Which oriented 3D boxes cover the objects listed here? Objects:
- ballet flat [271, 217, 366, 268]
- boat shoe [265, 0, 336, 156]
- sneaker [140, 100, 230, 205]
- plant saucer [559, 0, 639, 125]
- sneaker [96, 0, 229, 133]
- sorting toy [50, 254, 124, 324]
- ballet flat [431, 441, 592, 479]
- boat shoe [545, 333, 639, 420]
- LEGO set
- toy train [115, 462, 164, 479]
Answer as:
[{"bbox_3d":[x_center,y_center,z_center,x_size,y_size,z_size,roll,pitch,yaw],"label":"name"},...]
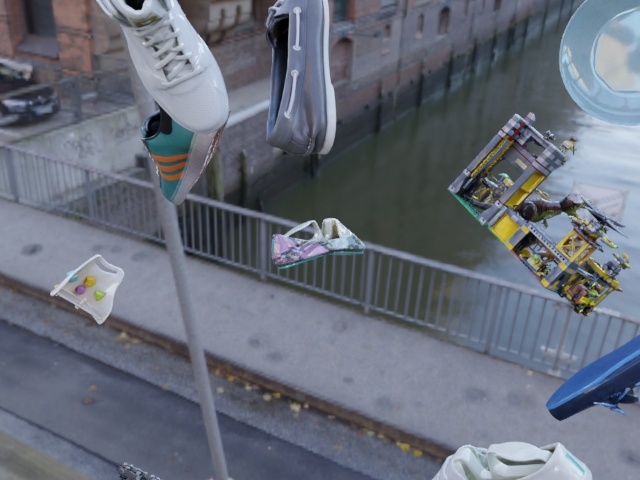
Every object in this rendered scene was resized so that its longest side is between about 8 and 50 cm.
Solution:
[{"bbox_3d":[0.000,0.000,1.267,0.222,0.079,0.077,-9,2,-40],"label":"ballet flat"},{"bbox_3d":[-0.044,-0.284,1.020,0.096,0.112,0.335,1,68,-20],"label":"boat shoe"},{"bbox_3d":[-0.248,-0.166,1.172,0.121,0.302,0.108,30,59,-8],"label":"sneaker"},{"bbox_3d":[0.425,-0.252,0.914,0.195,0.194,0.037,18,16,26],"label":"plant saucer"},{"bbox_3d":[-0.211,-0.256,0.856,0.108,0.292,0.169,-26,19,4],"label":"sneaker"},{"bbox_3d":[-0.305,0.057,0.908,0.075,0.083,0.045,-46,40,-1],"label":"sorting toy"},{"bbox_3d":[0.358,0.479,1.415,0.400,0.139,0.139,-24,5,42],"label":"ballet flat"},{"bbox_3d":[0.508,0.242,1.145,0.089,0.258,0.109,53,21,2],"label":"boat shoe"},{"bbox_3d":[0.387,-0.058,1.106,0.255,0.192,0.331,23,25,-42],"label":"LEGO set"},{"bbox_3d":[-0.265,0.403,1.116,0.158,0.027,0.036,19,-5,16],"label":"toy train"}]
